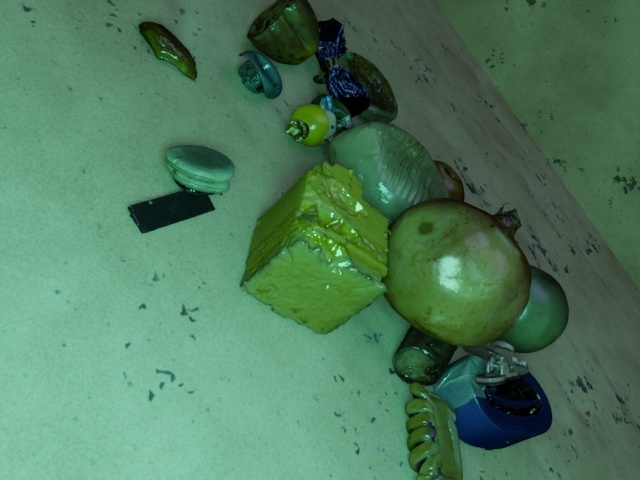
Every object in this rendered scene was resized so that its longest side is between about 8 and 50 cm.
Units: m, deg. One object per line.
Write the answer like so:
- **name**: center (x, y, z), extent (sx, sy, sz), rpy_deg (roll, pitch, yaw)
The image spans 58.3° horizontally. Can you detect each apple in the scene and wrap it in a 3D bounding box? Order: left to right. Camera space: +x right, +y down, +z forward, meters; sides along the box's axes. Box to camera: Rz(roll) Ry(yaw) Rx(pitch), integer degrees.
- **apple**: center (0.351, -0.153, 1.744), extent (0.201, 0.162, 0.201), rpy_deg (26, 45, -29)

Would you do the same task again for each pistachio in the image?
- **pistachio**: center (-0.347, -0.447, 1.332), extent (0.173, 0.049, 0.089), rpy_deg (42, 38, -13)

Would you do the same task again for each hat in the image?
- **hat**: center (-0.168, -0.429, 1.495), extent (0.138, 0.078, 0.191), rpy_deg (59, 17, -4)

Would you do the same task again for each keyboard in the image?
- **keyboard**: center (-0.283, -0.062, 1.107), extent (0.195, 0.018, 0.060), rpy_deg (-27, 87, -54)

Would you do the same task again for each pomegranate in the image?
- **pomegranate**: center (0.298, 0.052, 1.226), extent (0.338, 0.338, 0.338), rpy_deg (28, 42, -29)

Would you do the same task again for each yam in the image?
- **yam**: center (0.274, 0.230, 1.375), extent (0.131, 0.131, 0.279), rpy_deg (50, 37, -2)

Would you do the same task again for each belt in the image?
- **belt**: center (0.430, 0.392, 1.408), extent (0.347, 0.117, 0.212), rpy_deg (18, 48, -38)

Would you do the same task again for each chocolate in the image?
- **chocolate**: center (0.036, -0.536, 1.742), extent (0.126, 0.148, 0.343), rpy_deg (17, 50, -61)

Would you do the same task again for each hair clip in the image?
- **hair clip**: center (0.403, 0.267, 1.299), extent (0.138, 0.123, 0.102), rpy_deg (0, 86, -36)

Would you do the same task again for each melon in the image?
- **melon**: center (0.559, 0.190, 1.607), extent (0.308, 0.272, 0.272), rpy_deg (22, 45, -26)

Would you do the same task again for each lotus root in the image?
- **lotus root**: center (-0.086, -0.584, 1.631), extent (0.180, 0.188, 0.199), rpy_deg (47, 32, -30)

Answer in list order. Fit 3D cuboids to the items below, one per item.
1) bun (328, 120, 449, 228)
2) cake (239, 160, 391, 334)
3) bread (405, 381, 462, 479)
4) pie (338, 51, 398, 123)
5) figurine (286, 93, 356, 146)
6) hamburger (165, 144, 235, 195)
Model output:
- **bun**: center (0.170, -0.129, 1.470), extent (0.362, 0.234, 0.326), rpy_deg (29, 39, -31)
- **cake**: center (0.000, 0.000, 1.181), extent (0.222, 0.227, 0.286), rpy_deg (33, 40, -23)
- **bread**: center (0.233, 0.418, 1.205), extent (0.134, 0.081, 0.225), rpy_deg (35, 37, -30)
- **pie**: center (0.146, -0.507, 1.903), extent (0.302, 0.067, 0.302), rpy_deg (27, 44, -29)
- **figurine**: center (0.012, -0.296, 1.547), extent (0.185, 0.127, 0.234), rpy_deg (52, 25, -13)
- **hamburger**: center (-0.242, -0.142, 1.158), extent (0.140, 0.062, 0.133), rpy_deg (-11, 44, -44)
